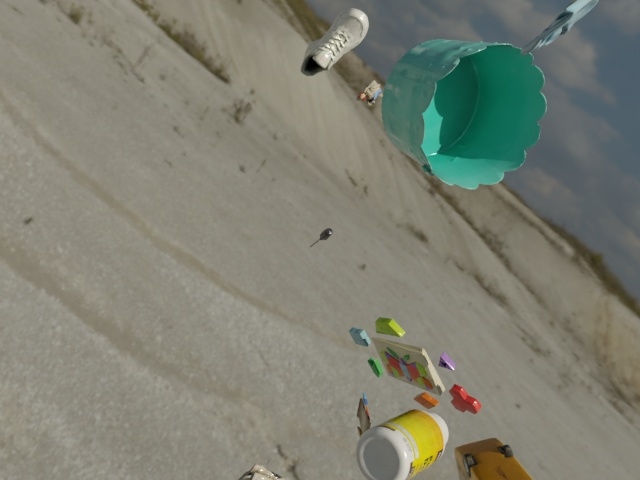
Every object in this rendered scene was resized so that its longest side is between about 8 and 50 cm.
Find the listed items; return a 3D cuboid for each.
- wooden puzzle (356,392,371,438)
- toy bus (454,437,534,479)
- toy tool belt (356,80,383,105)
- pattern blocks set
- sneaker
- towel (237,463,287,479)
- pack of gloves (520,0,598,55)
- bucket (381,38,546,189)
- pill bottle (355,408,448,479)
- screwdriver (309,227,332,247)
[{"bbox_3d":[0.098,0.399,1.549,0.014,0.116,0.078,-2,44,-12],"label":"wooden puzzle"},{"bbox_3d":[0.386,0.536,1.481,0.332,0.108,0.130,-124,-157,-78],"label":"toy bus"},{"bbox_3d":[0.136,-0.385,1.848,0.051,0.052,0.083,46,49,-10],"label":"toy tool belt"},{"bbox_3d":[0.209,0.300,1.662,0.325,0.026,0.285,-7,-59,57],"label":"pattern blocks set"},{"bbox_3d":[0.033,-0.483,1.746,0.090,0.232,0.115,38,48,-15],"label":"sneaker"},{"bbox_3d":[-0.076,0.606,1.516,0.282,0.187,0.049,31,30,-10],"label":"towel"},{"bbox_3d":[0.324,-0.273,0.729,0.046,0.195,0.232,49,-15,1],"label":"pack of gloves"},{"bbox_3d":[0.263,-0.247,1.317,0.281,0.281,0.183,31,6,-34],"label":"bucket"},{"bbox_3d":[0.173,0.409,1.393,0.117,0.117,0.215,40,24,28],"label":"pill bottle"},{"bbox_3d":[0.000,0.000,1.792,0.025,0.024,0.170,37,-22,-1],"label":"screwdriver"}]
